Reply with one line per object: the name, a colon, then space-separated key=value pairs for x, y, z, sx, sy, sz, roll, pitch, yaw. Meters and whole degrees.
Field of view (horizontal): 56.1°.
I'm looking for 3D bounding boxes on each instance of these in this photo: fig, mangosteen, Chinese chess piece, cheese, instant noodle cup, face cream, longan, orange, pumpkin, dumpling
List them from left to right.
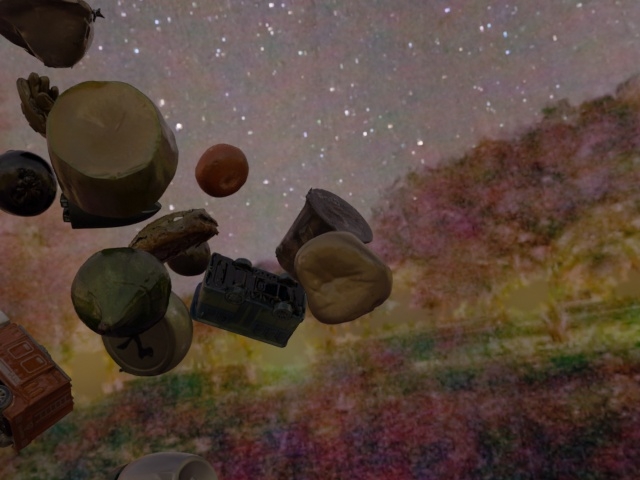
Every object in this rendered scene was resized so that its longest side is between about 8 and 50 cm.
mangosteen: x=-0.960 y=-0.186 z=1.923 sx=0.242 sy=0.243 sz=0.243 roll=-10 pitch=-8 yaw=-1
dumpling: x=-0.639 y=-0.523 z=1.433 sx=0.204 sy=0.163 sz=0.293 roll=39 pitch=-31 yaw=-19
pumpkin: x=-0.532 y=-0.238 z=1.522 sx=0.332 sy=0.333 sz=0.199 roll=-8 pitch=-9 yaw=-12
fig: x=-0.386 y=0.125 z=1.187 sx=0.203 sy=0.203 sz=0.235 roll=-7 pitch=24 yaw=-19
Chinese chess piece: x=-0.417 y=0.217 z=1.444 sx=0.237 sy=0.238 sz=0.092 roll=-13 pitch=9 yaw=20
face cream: x=-0.555 y=0.856 z=2.086 sx=0.356 sy=0.220 sz=0.312 roll=-21 pitch=-34 yaw=29
longan: x=-0.526 y=0.050 z=2.375 sx=0.197 sy=0.198 sz=0.212 roll=-8 pitch=34 yaw=-11
orange: x=-0.399 y=-0.283 z=2.412 sx=0.224 sy=0.170 sz=0.224 roll=-21 pitch=-46 yaw=-24
instant noodle cup: x=0.000 y=0.000 z=1.649 sx=0.217 sy=0.217 sz=0.207 roll=1 pitch=-47 yaw=-54
cheese: x=0.045 y=0.090 z=1.372 sx=0.235 sy=0.218 sz=0.117 roll=17 pitch=6 yaw=11

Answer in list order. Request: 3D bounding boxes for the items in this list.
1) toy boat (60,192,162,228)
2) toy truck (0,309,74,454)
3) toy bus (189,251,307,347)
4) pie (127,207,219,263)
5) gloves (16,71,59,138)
toy boat: x=-0.696 y=-0.110 z=2.015 sx=0.319 sy=0.092 sz=0.141 roll=-2 pitch=-48 yaw=-14
toy truck: x=-0.787 y=0.311 z=1.472 sx=0.207 sy=0.387 sz=0.173 roll=-34 pitch=-29 yaw=-41
toy bus: x=-0.208 y=0.176 z=1.775 sx=0.312 sy=0.152 sz=0.190 roll=20 pitch=-47 yaw=-14
pie: x=-0.406 y=0.001 z=1.614 sx=0.308 sy=0.086 sz=0.308 roll=-29 pitch=-8 yaw=-4
gloves: x=-0.868 y=-0.391 z=1.972 sx=0.141 sy=0.331 sz=0.154 roll=-34 pitch=27 yaw=13
